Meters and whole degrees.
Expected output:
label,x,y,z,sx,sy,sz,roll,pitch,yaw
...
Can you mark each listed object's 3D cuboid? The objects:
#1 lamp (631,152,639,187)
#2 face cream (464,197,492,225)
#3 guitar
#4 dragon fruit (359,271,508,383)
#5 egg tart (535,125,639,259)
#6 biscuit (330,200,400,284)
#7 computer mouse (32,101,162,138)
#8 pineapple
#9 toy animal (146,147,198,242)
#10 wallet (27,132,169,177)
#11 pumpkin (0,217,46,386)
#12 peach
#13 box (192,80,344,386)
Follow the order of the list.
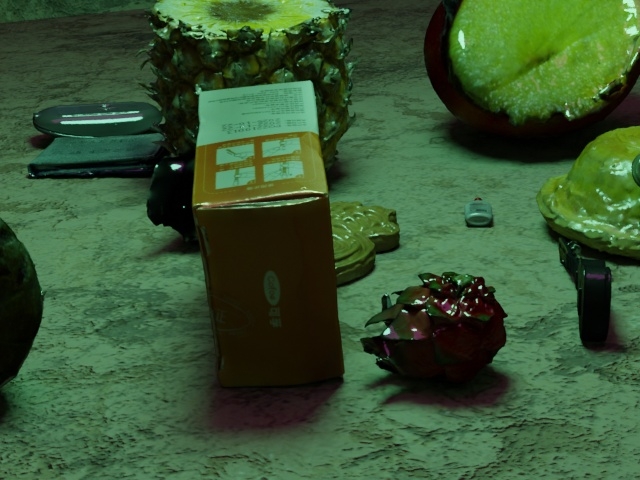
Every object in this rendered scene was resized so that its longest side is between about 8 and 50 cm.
label,x,y,z,sx,sy,sz,roll,pitch,yaw
lamp,0.475,0.007,1.479,0.203,0.125,0.283,6,26,7
face cream,0.225,-0.043,1.777,0.040,0.021,0.083,0,21,7
guitar,0.313,0.044,1.480,0.038,0.084,0.271,3,14,4
dragon fruit,0.124,0.090,1.301,0.142,0.121,0.130,-18,-27,38
egg tart,0.450,-0.073,1.688,0.318,0.128,0.319,-2,23,1
biscuit,0.000,-0.001,1.667,0.202,0.044,0.288,12,27,35
computer mouse,-0.403,-0.213,2.261,0.232,0.057,0.120,-6,20,-17
pineapple,-0.111,-0.233,1.929,0.352,0.300,0.352,-2,19,1
toy animal,-0.128,-0.071,1.700,0.179,0.138,0.166,-11,25,18
wallet,-0.366,-0.146,2.104,0.222,0.036,0.167,-1,20,6
pumpkin,-0.410,0.060,1.235,0.260,0.260,0.189,-10,8,-21
peach,0.362,-0.327,2.110,0.353,0.339,0.416,-40,-14,35
box,-0.059,-0.017,1.402,0.143,0.225,0.341,-6,28,-2
